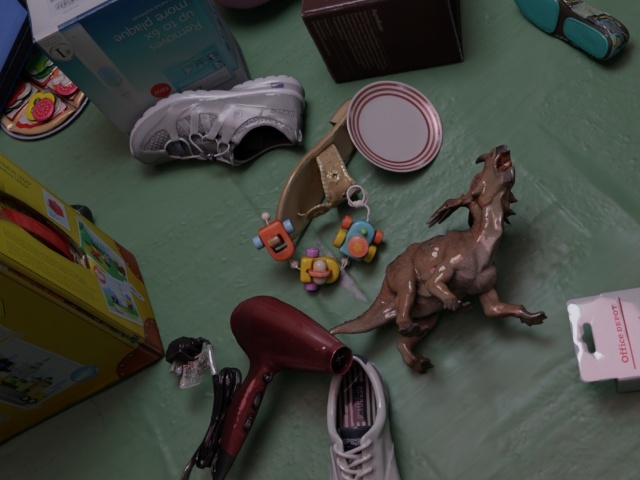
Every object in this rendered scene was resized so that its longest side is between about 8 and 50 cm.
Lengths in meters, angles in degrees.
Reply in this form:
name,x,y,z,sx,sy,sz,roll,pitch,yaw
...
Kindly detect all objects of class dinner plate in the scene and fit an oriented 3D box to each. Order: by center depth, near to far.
name,x,y,z,sx,sy,sz,roll,pitch,yaw
dinner plate,0.103,-0.159,1.124,0.141,0.017,0.141,4,70,-12

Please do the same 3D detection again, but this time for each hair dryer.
name,x,y,z,sx,sy,sz,roll,pitch,yaw
hair dryer,-0.075,0.180,1.003,0.293,0.080,0.223,-33,58,32

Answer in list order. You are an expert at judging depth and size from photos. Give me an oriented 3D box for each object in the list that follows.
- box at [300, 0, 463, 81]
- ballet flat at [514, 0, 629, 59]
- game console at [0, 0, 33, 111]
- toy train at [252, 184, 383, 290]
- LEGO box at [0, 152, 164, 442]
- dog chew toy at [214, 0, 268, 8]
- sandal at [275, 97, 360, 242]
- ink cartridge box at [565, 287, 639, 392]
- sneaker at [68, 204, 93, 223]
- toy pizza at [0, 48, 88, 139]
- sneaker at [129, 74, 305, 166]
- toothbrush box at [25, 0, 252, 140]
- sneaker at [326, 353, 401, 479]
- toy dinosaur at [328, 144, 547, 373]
name,x,y,z,sx,sy,sz,roll,pitch,yaw
box,0.092,-0.357,1.165,0.203,0.167,0.168,-6,64,17
ballet flat,0.352,-0.315,1.122,0.070,0.070,0.188,-40,61,-2
game console,-0.626,-0.382,1.372,0.250,0.173,0.293,45,111,35
toy train,0.000,0.000,1.061,0.166,0.046,0.125,-24,102,4
LEGO box,-0.485,0.076,0.970,0.372,0.500,0.193,-28,60,5
dog chew toy,-0.048,-0.490,1.270,0.332,0.206,0.206,-10,62,4
sandal,0.026,-0.096,1.110,0.079,0.088,0.240,18,67,32
ink cartridge box,0.378,0.109,0.901,0.181,0.061,0.104,-10,62,15
sneaker,-0.446,-0.035,1.263,0.178,0.072,0.077,-11,52,8
toy pizza,-0.489,-0.269,1.408,0.201,0.032,0.201,-8,63,16
sneaker,-0.156,-0.160,1.195,0.281,0.105,0.115,-15,62,12
toothbrush box,-0.254,-0.289,1.182,0.216,0.295,0.126,-24,61,7
sneaker,0.043,0.258,0.932,0.094,0.091,0.258,-14,62,13
toy dinosaur,0.144,0.033,0.994,0.296,0.127,0.200,-30,49,21
